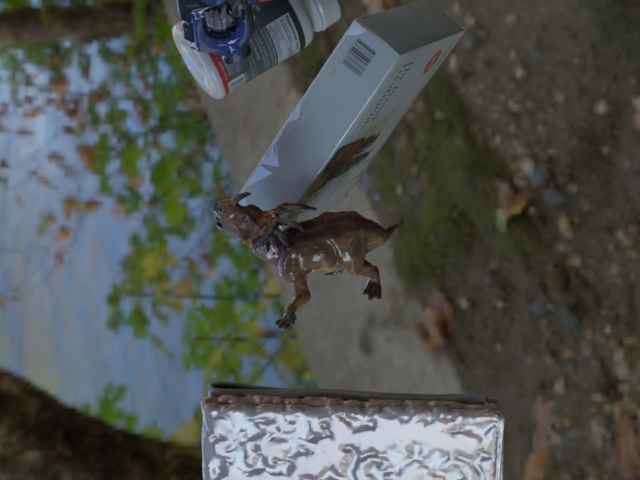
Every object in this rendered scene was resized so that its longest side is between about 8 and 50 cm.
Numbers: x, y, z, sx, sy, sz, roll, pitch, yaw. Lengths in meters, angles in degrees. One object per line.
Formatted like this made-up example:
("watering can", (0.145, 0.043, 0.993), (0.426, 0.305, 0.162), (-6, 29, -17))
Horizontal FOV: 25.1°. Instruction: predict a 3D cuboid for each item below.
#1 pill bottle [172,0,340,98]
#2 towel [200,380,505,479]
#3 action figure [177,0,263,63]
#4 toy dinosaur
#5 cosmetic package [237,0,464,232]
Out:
("pill bottle", (-0.116, -0.398, 2.661), (0.161, 0.283, 0.161), (53, 168, 17))
("towel", (0.035, 0.296, 1.589), (0.053, 0.332, 0.317), (-80, -9, -59))
("action figure", (-0.155, -0.361, 1.537), (0.341, 0.330, 0.178), (101, 175, -55))
("toy dinosaur", (0.000, 0.000, 2.146), (0.127, 0.295, 0.200), (-123, 25, -49))
("cosmetic package", (0.045, -0.193, 2.263), (0.097, 0.284, 0.377), (40, 118, 8))
